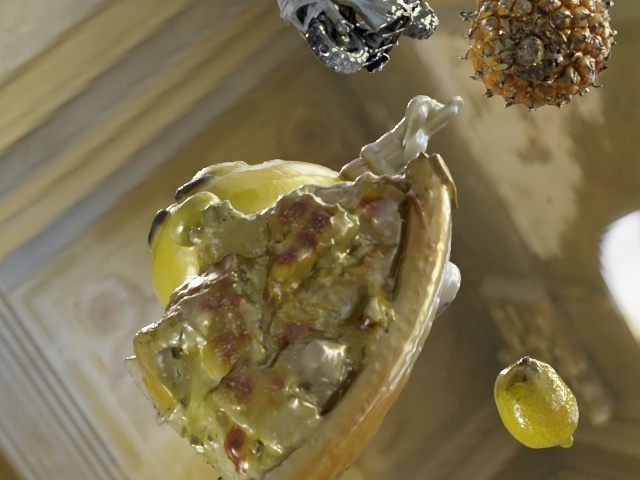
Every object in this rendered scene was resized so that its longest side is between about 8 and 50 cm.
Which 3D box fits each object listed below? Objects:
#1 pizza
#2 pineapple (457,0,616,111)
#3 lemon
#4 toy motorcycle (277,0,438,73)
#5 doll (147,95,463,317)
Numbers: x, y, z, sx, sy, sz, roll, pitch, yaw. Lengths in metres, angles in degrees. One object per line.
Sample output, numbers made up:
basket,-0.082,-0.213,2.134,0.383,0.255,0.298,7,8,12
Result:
pizza,-0.031,0.051,1.420,0.223,0.089,0.323,12,-122,27
pineapple,0.231,-0.214,2.124,0.176,0.161,0.137,-6,-167,15
lemon,0.230,0.177,2.056,0.082,0.111,0.082,-31,-172,5
toy motorcycle,0.040,-0.289,2.446,0.106,0.159,0.270,-55,167,32
doll,-0.005,0.025,1.876,0.348,0.423,0.161,-31,-121,-22
